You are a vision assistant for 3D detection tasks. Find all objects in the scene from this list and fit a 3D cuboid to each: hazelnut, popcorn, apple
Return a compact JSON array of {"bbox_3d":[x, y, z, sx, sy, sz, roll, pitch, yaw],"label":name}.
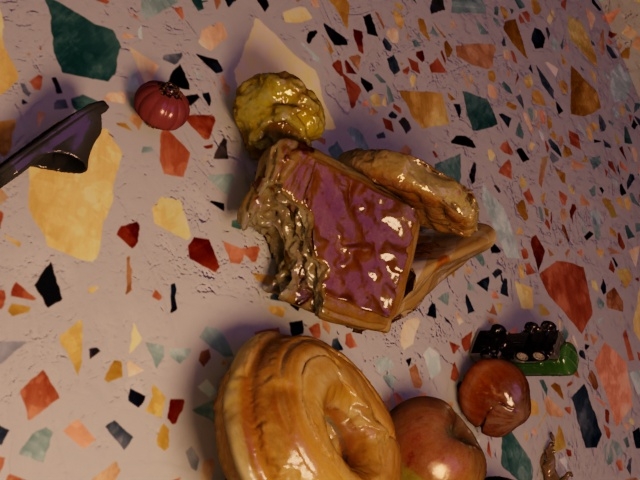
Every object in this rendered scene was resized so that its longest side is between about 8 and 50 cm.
[{"bbox_3d":[0.415,0.363,2.135,0.182,0.182,0.182,17,65,-39],"label":"hazelnut"},{"bbox_3d":[-0.089,-0.250,1.864,0.197,0.197,0.156,45,52,-24],"label":"popcorn"},{"bbox_3d":[0.222,0.446,1.887,0.261,0.194,0.261,47,10,-11],"label":"apple"}]

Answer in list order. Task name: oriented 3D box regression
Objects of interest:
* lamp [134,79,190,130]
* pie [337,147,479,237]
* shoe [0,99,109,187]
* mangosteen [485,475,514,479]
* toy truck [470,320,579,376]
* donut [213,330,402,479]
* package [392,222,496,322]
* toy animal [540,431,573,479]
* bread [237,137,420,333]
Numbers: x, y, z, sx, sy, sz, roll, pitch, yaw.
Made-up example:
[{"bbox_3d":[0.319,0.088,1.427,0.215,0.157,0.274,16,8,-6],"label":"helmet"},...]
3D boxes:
[{"bbox_3d":[-0.298,-0.254,1.723,0.107,0.092,0.107,26,28,-15],"label":"lamp"},{"bbox_3d":[0.182,-0.104,1.971,0.339,0.339,0.083,30,79,-33],"label":"pie"},{"bbox_3d":[-0.441,-0.142,1.542,0.241,0.108,0.093,-45,109,-35],"label":"shoe"},{"bbox_3d":[0.369,0.635,1.998,0.249,0.211,0.211,-28,97,-15],"label":"mangosteen"},{"bbox_3d":[0.491,0.271,2.195,0.125,0.242,0.101,57,45,-31],"label":"toy truck"},{"bbox_3d":[-0.014,0.370,1.657,0.449,0.198,0.449,41,34,-35],"label":"donut"},{"bbox_3d":[0.227,0.071,2.068,0.311,0.221,0.165,-25,114,-45],"label":"package"},{"bbox_3d":[0.599,0.590,2.306,0.069,0.086,0.220,71,17,-63],"label":"toy animal"},{"bbox_3d":[0.000,0.000,1.845,0.369,0.191,0.314,22,79,-22],"label":"bread"}]
